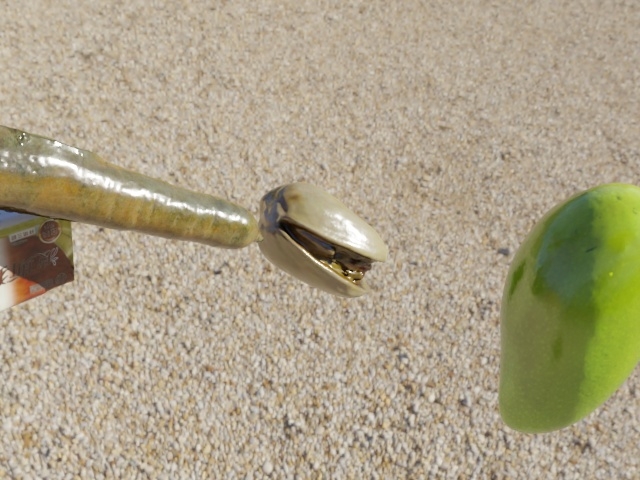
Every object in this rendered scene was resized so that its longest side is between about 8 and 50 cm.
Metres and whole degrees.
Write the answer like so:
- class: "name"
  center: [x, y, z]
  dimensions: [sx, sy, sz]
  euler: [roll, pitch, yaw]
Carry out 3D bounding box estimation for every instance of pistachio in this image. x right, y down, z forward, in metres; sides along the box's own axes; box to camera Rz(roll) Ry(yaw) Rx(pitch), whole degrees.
- class: "pistachio"
  center: [0.000, 0.000, 0.977]
  dimensions: [0.206, 0.129, 0.131]
  euler: [32, 14, -19]

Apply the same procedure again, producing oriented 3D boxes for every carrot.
- class: "carrot"
  center: [-0.185, -0.042, 0.556]
  dimensions: [0.342, 0.070, 0.070]
  euler: [12, 30, -38]

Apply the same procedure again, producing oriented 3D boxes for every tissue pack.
- class: "tissue pack"
  center: [-0.311, 0.011, 0.593]
  dimensions: [0.106, 0.099, 0.149]
  euler: [24, 32, 31]

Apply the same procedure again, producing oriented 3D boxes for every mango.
- class: "mango"
  center: [0.308, 0.093, 0.827]
  dimensions: [0.192, 0.343, 0.156]
  euler: [14, 17, -11]
